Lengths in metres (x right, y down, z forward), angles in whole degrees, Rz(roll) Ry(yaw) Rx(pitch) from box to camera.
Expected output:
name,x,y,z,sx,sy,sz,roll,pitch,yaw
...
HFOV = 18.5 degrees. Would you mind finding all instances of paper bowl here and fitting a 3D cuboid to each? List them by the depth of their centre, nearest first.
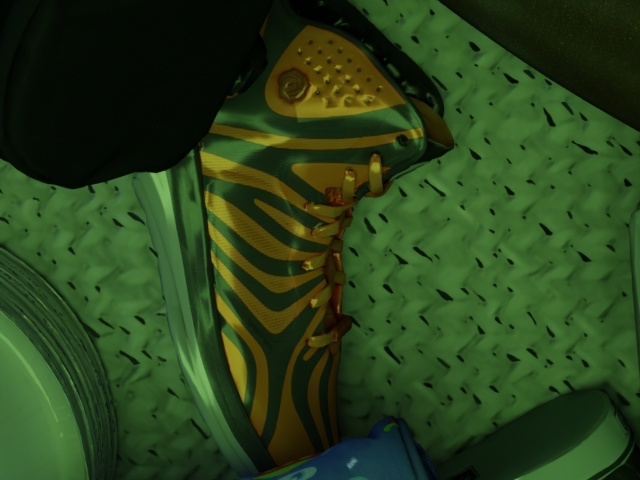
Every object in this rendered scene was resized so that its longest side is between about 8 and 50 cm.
name,x,y,z,sx,sy,sz,roll,pitch,yaw
paper bowl,-0.277,0.137,1.204,0.284,0.148,0.284,2,105,6

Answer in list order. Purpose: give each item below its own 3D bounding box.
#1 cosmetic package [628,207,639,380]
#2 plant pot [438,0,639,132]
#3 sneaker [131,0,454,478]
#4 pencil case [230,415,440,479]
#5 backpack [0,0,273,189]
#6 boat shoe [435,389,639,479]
name,x,y,z,sx,sy,sz,roll,pitch,yaw
cosmetic package,0.399,0.080,1.042,0.453,0.230,0.162,-5,63,9
plant pot,0.125,-0.189,1.053,0.230,0.215,0.215,22,106,10
sneaker,0.000,0.000,1.146,0.180,0.124,0.321,-15,102,11
pencil case,-0.064,0.190,1.090,0.306,0.133,0.119,-19,111,6
backpack,-0.186,-0.233,1.008,0.356,0.273,0.290,64,145,23
boat shoe,0.065,0.208,1.201,0.306,0.113,0.105,-31,105,-2
